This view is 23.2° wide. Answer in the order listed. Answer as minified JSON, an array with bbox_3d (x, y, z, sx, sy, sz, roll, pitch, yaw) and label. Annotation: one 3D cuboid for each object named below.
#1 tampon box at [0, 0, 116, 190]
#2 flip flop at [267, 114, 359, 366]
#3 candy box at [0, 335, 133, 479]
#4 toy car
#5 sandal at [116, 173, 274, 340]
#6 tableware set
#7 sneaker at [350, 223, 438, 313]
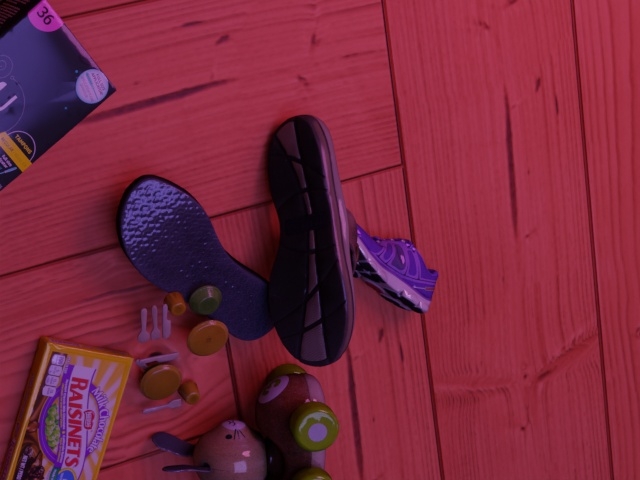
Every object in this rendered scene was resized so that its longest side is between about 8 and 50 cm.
[{"bbox_3d":[-0.308,-0.148,1.533,0.161,0.101,0.120,-44,119,-10],"label":"tampon box"},{"bbox_3d":[0.000,0.000,1.719,0.080,0.112,0.277,-3,87,-52],"label":"flip flop"},{"bbox_3d":[-0.280,0.211,1.690,0.105,0.027,0.206,13,98,-33],"label":"candy box"},{"bbox_3d":[-0.089,0.224,1.730,0.188,0.155,0.149,-2,105,-13],"label":"toy car"},{"bbox_3d":[-0.140,0.023,1.702,0.097,0.054,0.254,-42,128,-3],"label":"sandal"},{"bbox_3d":[-0.152,0.118,1.708,0.104,0.024,0.154,-11,126,-19],"label":"tableware set"},{"bbox_3d":[0.073,0.019,1.805,0.170,0.068,0.071,38,70,-38],"label":"sneaker"}]
